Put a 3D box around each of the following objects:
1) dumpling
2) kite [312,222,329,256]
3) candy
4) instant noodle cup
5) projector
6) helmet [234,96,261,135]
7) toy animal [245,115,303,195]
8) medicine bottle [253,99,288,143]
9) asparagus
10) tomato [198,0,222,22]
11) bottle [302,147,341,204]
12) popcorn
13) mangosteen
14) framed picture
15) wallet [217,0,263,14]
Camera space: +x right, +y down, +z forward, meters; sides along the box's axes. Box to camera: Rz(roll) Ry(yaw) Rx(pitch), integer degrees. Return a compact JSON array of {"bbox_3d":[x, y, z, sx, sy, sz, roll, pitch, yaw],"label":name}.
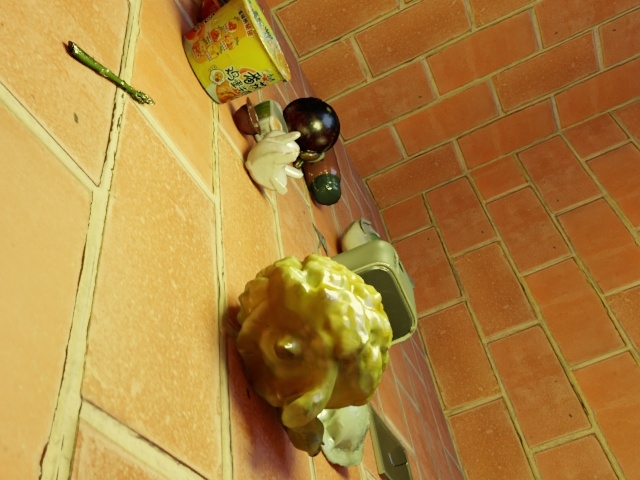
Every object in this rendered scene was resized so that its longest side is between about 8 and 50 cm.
[{"bbox_3d":[0.051,0.390,1.425,0.219,0.108,0.152,65,11,3],"label":"dumpling"},{"bbox_3d":[0.001,0.000,2.239,0.137,0.005,0.152,64,11,-2],"label":"kite"},{"bbox_3d":[0.201,0.093,2.517,0.386,0.186,0.427,62,11,23],"label":"candy"},{"bbox_3d":[-0.224,-0.494,1.693,0.264,0.200,0.264,62,11,-22],"label":"instant noodle cup"},{"bbox_3d":[0.139,0.166,1.921,0.249,0.248,0.249,-71,137,-73],"label":"projector"},{"bbox_3d":[-0.211,-0.339,1.808,0.089,0.057,0.111,-80,152,-65],"label":"helmet"},{"bbox_3d":[-0.110,-0.249,1.799,0.282,0.138,0.141,-66,165,-56],"label":"toy animal"},{"bbox_3d":[-0.159,-0.361,2.014,0.188,0.088,0.132,-98,163,-54],"label":"medicine bottle"},{"bbox_3d":[-0.355,-0.280,1.116,0.023,0.022,0.233,23,-2,21],"label":"asparagus"},{"bbox_3d":[-0.286,-0.602,1.903,0.228,0.101,0.228,56,10,-15],"label":"tomato"},{"bbox_3d":[0.004,-0.278,2.465,0.144,0.144,0.336,53,18,-50],"label":"bottle"},{"bbox_3d":[-0.008,0.184,1.174,0.335,0.279,0.274,56,-10,11],"label":"popcorn"},{"bbox_3d":[-0.047,-0.383,2.333,0.228,0.228,0.266,9,96,-77],"label":"mangosteen"},{"bbox_3d":[0.214,0.643,1.890,0.315,0.024,0.232,56,15,-38],"label":"framed picture"},{"bbox_3d":[-0.294,-0.755,2.001,0.335,0.068,0.275,42,4,2],"label":"wallet"}]
